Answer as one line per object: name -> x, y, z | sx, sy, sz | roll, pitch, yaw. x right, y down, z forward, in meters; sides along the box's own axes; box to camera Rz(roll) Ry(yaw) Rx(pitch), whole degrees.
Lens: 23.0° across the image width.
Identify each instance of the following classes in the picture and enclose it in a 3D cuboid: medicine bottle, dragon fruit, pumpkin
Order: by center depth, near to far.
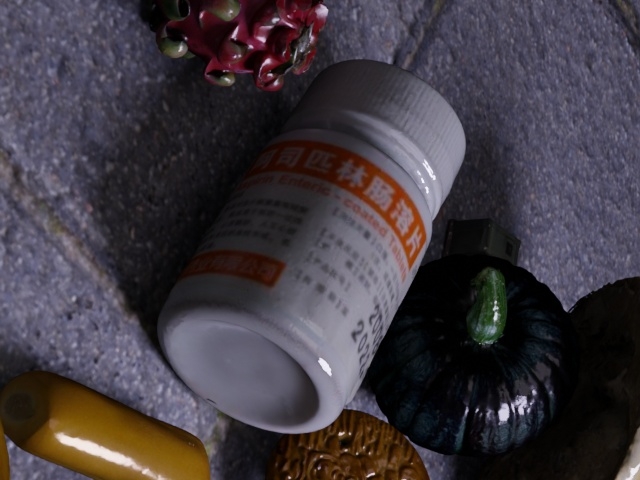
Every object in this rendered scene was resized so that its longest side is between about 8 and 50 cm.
dragon fruit -> -0.077, -0.291, 1.600 | 0.218, 0.198, 0.272 | 24, 78, -81
medicine bottle -> 0.000, 0.000, 1.644 | 0.211, 0.211, 0.371 | 53, 49, -29
pumpkin -> 0.174, 0.114, 1.777 | 0.248, 0.248, 0.248 | 10, 76, -47

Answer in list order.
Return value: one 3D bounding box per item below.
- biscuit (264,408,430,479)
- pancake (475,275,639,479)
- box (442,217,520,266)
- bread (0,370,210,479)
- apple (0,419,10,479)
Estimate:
biscuit -> 0.032, 0.263, 1.637 | 0.188, 0.027, 0.187 | 8, 63, -16
pancake -> 0.306, 0.212, 1.850 | 0.082, 0.387, 0.387 | 29, 60, -14
box -> 0.206, 0.011, 1.988 | 0.085, 0.063, 0.060 | 33, 61, -40
bread -> -0.195, 0.189, 1.480 | 0.239, 0.092, 0.074 | 31, 88, -43
apple -> -0.385, 0.165, 1.081 | 0.384, 0.374, 0.374 | 47, 52, -33
